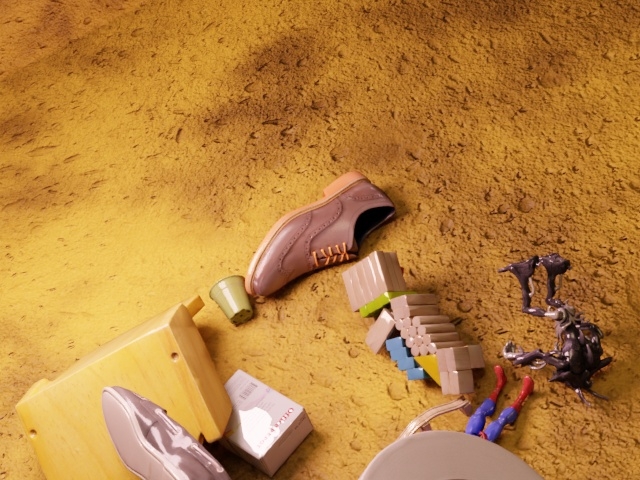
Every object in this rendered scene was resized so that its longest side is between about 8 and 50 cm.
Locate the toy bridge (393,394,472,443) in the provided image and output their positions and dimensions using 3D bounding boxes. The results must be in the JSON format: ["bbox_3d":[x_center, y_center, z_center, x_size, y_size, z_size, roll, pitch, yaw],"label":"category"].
[{"bbox_3d":[0.183,0.331,1.953,0.188,0.063,0.026,-33,47,-13],"label":"toy bridge"}]

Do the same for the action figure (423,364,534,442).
[{"bbox_3d":[0.262,0.319,1.892,0.091,0.139,0.280,17,58,33],"label":"action figure"}]

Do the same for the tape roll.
[{"bbox_3d":[0.219,0.468,1.669,0.392,0.072,0.392,13,45,-14],"label":"tape roll"}]

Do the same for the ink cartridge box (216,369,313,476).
[{"bbox_3d":[-0.121,0.336,2.048,0.175,0.072,0.127,25,61,36],"label":"ink cartridge box"}]

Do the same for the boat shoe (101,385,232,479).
[{"bbox_3d":[-0.260,0.349,1.857,0.095,0.112,0.335,-9,32,-35],"label":"boat shoe"}]

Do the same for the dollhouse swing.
[{"bbox_3d":[-0.333,0.300,2.112,0.347,0.305,0.315,-29,81,14],"label":"dollhouse swing"}]

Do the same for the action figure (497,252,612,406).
[{"bbox_3d":[0.417,0.164,1.976,0.164,0.141,0.276,-13,80,-29],"label":"action figure"}]

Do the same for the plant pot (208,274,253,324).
[{"bbox_3d":[-0.175,0.126,2.267,0.083,0.083,0.079,-27,57,-6],"label":"plant pot"}]

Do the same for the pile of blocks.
[{"bbox_3d":[0.182,0.169,2.096,0.112,0.149,0.362,2,40,-42],"label":"pile of blocks"}]

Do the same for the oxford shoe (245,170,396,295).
[{"bbox_3d":[0.000,0.000,2.286,0.363,0.130,0.132,-42,57,-18],"label":"oxford shoe"}]
